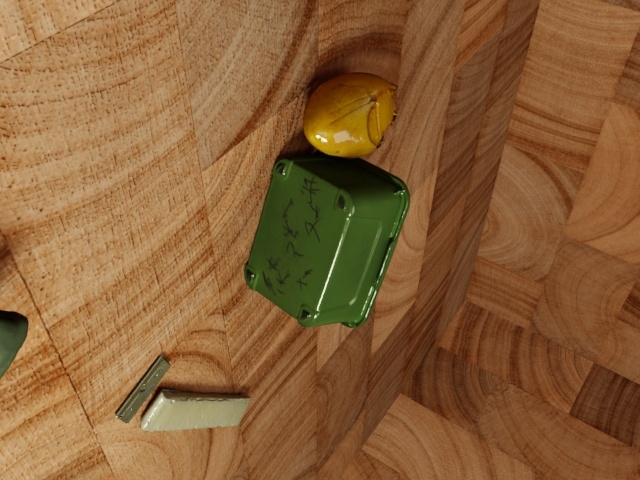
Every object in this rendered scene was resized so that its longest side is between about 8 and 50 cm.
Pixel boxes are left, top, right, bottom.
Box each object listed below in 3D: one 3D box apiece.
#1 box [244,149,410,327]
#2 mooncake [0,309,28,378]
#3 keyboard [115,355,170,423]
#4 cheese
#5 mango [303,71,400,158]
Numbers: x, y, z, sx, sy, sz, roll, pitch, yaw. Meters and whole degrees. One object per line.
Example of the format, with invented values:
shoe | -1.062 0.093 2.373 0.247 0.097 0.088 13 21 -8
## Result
box | 0.000 0.000 1.341 0.178 0.253 0.328 -12 124 -51
mooncake | -0.410 0.095 0.749 0.168 0.104 0.175 -33 140 -45
keyboard | -0.317 0.268 1.238 0.129 0.015 0.049 -55 161 -20
cheese | -0.249 0.359 1.449 0.085 0.034 0.400 -62 157 -4
mango | 0.051 -0.236 1.308 0.252 0.126 0.153 -40 108 -46
